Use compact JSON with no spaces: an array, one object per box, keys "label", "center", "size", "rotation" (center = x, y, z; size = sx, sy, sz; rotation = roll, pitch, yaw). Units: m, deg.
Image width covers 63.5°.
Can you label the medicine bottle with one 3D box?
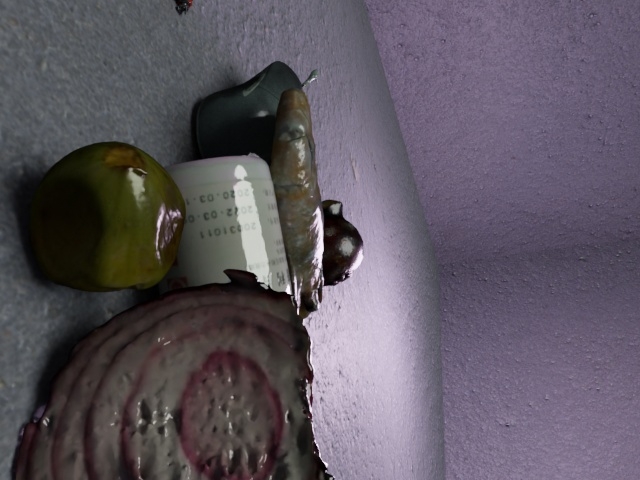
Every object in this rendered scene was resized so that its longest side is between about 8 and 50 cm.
[{"label":"medicine bottle","center":[-0.126,0.046,0.673],"size":[0.170,0.170,0.292],"rotation":[-13,94,-71]}]

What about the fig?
[{"label":"fig","center":[-0.207,-0.025,0.514],"size":[0.144,0.154,0.165],"rotation":[48,-33,21]}]

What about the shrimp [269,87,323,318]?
[{"label":"shrimp","center":[-0.046,-0.035,0.863],"size":[0.221,0.110,0.445],"rotation":[-93,-177,-53]}]

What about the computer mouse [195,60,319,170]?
[{"label":"computer mouse","center":[-0.078,-0.229,0.921],"size":[0.379,0.090,0.167],"rotation":[-54,134,-39]}]

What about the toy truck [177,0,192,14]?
[{"label":"toy truck","center":[-0.216,-0.402,0.840],"size":[0.032,0.024,0.083],"rotation":[105,-12,-55]}]

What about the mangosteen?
[{"label":"mangosteen","center":[0.008,0.007,1.097],"size":[0.172,0.173,0.183],"rotation":[4,77,-71]}]

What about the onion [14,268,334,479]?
[{"label":"onion","center":[-0.132,0.199,0.516],"size":[0.146,0.280,0.314],"rotation":[103,-18,-67]}]
